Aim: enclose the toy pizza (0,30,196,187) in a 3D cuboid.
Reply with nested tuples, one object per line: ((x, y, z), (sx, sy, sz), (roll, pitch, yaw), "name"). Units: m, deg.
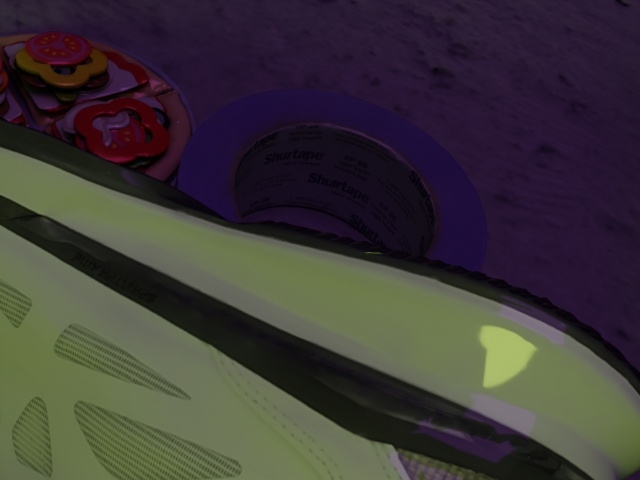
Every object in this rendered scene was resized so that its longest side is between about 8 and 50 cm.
((-0.179, -0.078, 0.683), (0.201, 0.032, 0.201), (6, 46, -6), "toy pizza")

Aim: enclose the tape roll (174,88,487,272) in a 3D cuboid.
((0.000, 0.000, 0.658), (0.189, 0.080, 0.189), (9, 48, -10), "tape roll")

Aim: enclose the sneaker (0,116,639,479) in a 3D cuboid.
((-0.118, 0.106, 0.442), (0.447, 0.169, 0.258), (14, 67, 31), "sneaker")
